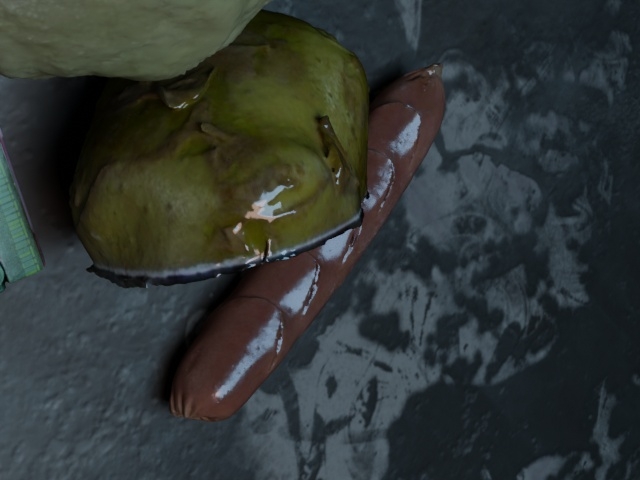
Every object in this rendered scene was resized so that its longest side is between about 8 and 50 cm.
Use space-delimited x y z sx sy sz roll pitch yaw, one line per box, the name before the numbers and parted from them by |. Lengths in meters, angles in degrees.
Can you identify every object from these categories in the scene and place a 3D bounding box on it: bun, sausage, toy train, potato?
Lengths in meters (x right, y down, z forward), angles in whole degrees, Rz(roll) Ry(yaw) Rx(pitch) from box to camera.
bun | -0.134 -0.230 1.056 0.364 0.364 0.202 -37 123 -29
sausage | 0.000 0.000 1.375 0.433 0.088 0.088 -54 127 -18
toy train | -0.271 -0.027 1.169 0.071 0.038 0.148 -29 117 -32
potato | -0.087 -0.089 1.167 0.299 0.247 0.196 -63 139 -73
